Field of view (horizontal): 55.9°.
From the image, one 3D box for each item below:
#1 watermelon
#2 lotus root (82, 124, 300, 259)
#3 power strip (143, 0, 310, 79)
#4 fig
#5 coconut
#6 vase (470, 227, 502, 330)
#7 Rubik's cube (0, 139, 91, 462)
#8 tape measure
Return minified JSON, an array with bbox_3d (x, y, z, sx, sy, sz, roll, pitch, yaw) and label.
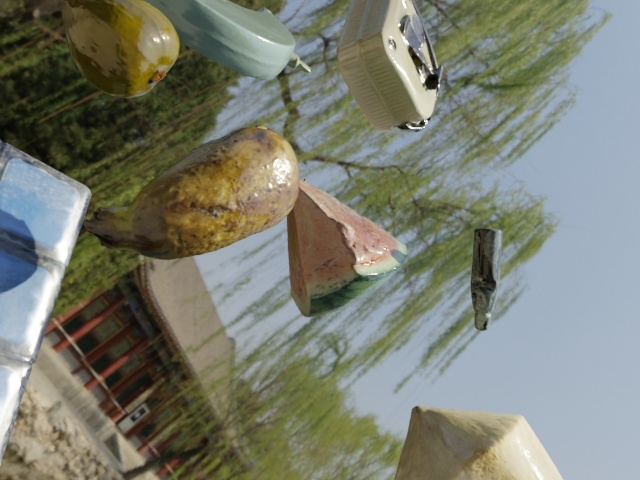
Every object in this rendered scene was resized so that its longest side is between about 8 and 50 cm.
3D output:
[{"bbox_3d":[-0.006,0.043,1.243,0.292,0.250,0.283,36,11,7],"label":"watermelon"},{"bbox_3d":[-0.097,-0.031,0.506,0.094,0.190,0.108,47,-37,10],"label":"lotus root"},{"bbox_3d":[-0.111,-0.254,0.710,0.054,0.253,0.168,-51,-127,24],"label":"power strip"},{"bbox_3d":[-0.151,-0.148,0.442,0.088,0.074,0.074,38,-25,-1],"label":"fig"},{"bbox_3d":[0.261,0.425,1.043,0.328,0.328,0.329,38,-28,25],"label":"coconut"},{"bbox_3d":[0.342,0.082,1.249,0.060,0.059,0.212,-1,-96,59],"label":"vase"},{"bbox_3d":[-0.449,0.050,0.551,0.303,0.301,0.305,-24,-43,38],"label":"Rubik's cube"},{"bbox_3d":[0.145,-0.340,1.113,0.132,0.271,0.231,-15,-45,29],"label":"tape measure"}]
